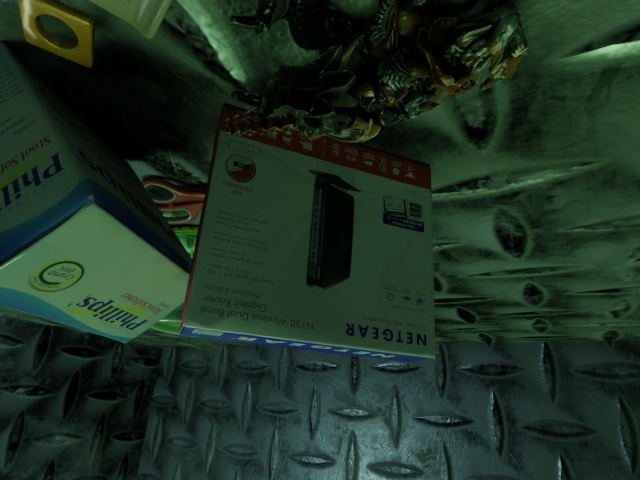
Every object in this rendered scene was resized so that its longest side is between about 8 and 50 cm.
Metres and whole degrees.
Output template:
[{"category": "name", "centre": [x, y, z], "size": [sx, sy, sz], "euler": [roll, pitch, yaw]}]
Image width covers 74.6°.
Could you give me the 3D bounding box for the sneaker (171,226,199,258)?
[{"category": "sneaker", "centre": [-0.272, 0.039, 0.974], "size": [0.295, 0.124, 0.109], "euler": [0, 158, 11]}]

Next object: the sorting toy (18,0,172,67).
[{"category": "sorting toy", "centre": [-0.186, -0.270, 0.306], "size": [0.195, 0.047, 0.347], "euler": [26, 148, -31]}]

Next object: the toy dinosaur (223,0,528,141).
[{"category": "toy dinosaur", "centre": [0.030, -0.155, 0.433], "size": [0.321, 0.165, 0.218], "euler": [-33, 159, 24]}]

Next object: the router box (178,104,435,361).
[{"category": "router box", "centre": [0.000, 0.000, 0.597], "size": [0.335, 0.302, 0.082], "euler": [11, 157, -19]}]

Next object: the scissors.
[{"category": "scissors", "centre": [-0.194, -0.075, 0.786], "size": [0.296, 0.021, 0.109], "euler": [-1, 133, 4]}]

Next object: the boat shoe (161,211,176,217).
[{"category": "boat shoe", "centre": [-0.353, -0.042, 0.885], "size": [0.135, 0.050, 0.045], "euler": [-16, 145, 40]}]

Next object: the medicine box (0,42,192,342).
[{"category": "medicine box", "centre": [-0.321, -0.043, 0.538], "size": [0.149, 0.289, 0.263], "euler": [-38, 156, -7]}]

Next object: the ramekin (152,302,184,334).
[{"category": "ramekin", "centre": [-0.427, 0.238, 1.457], "size": [0.302, 0.148, 0.303], "euler": [3, 158, 1]}]
